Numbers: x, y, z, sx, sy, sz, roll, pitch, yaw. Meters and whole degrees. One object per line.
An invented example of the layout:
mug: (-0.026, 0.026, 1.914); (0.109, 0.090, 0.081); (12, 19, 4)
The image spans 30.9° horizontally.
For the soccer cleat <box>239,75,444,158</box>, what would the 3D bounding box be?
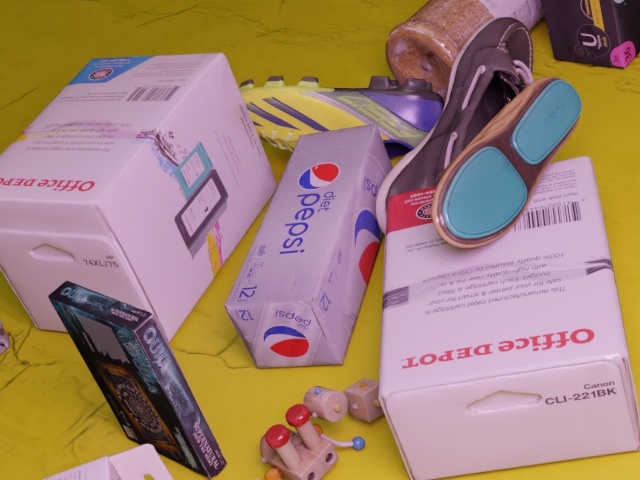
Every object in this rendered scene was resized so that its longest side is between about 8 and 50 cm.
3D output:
soccer cleat: (0.002, -0.127, 1.339); (0.289, 0.121, 0.093); (2, 3, 19)

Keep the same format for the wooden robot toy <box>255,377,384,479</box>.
wooden robot toy: (-0.024, 0.172, 1.015); (0.173, 0.076, 0.079); (-43, 29, -27)

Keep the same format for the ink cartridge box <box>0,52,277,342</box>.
ink cartridge box: (-0.215, -0.053, 1.293); (0.198, 0.197, 0.270); (3, 42, 31)

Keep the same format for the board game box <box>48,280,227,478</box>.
board game box: (-0.162, 0.126, 1.041); (0.126, 0.186, 0.026); (15, 48, 40)

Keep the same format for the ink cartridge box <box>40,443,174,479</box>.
ink cartridge box: (-0.205, 0.251, 0.973); (0.180, 0.104, 0.060); (-21, 35, 3)

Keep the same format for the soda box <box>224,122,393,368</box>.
soda box: (0.000, 0.000, 1.202); (0.098, 0.091, 0.286); (-6, 38, 23)

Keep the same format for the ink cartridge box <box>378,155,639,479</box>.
ink cartridge box: (0.161, 0.063, 1.014); (0.197, 0.114, 0.273); (-11, 35, 14)

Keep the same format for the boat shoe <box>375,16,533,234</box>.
boat shoe: (0.177, -0.119, 1.246); (0.095, 0.112, 0.335); (2, 48, 41)

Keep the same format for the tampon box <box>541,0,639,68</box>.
tampon box: (0.351, -0.302, 1.384); (0.101, 0.120, 0.161); (16, 51, 42)

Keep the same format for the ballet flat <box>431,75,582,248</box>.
ballet flat: (0.158, -0.062, 1.040); (0.232, 0.080, 0.073); (-43, 11, -34)

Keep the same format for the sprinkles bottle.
sprinkles bottle: (0.232, -0.311, 1.461); (0.121, 0.121, 0.355); (17, 51, 42)

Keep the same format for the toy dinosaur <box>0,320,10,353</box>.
toy dinosaur: (-0.484, 0.115, 1.217); (0.121, 0.313, 0.160); (-35, 53, 28)
